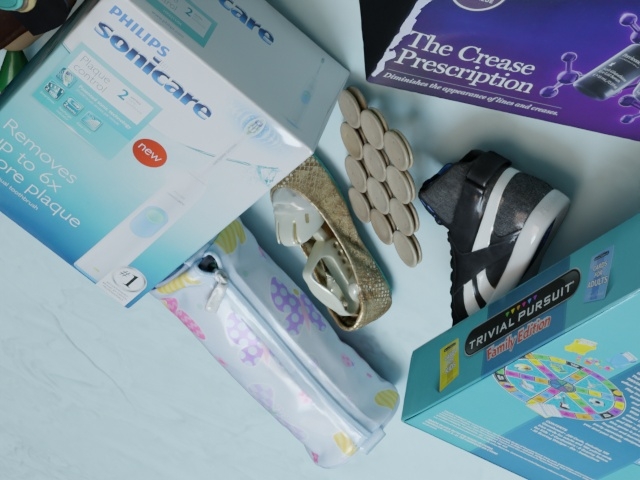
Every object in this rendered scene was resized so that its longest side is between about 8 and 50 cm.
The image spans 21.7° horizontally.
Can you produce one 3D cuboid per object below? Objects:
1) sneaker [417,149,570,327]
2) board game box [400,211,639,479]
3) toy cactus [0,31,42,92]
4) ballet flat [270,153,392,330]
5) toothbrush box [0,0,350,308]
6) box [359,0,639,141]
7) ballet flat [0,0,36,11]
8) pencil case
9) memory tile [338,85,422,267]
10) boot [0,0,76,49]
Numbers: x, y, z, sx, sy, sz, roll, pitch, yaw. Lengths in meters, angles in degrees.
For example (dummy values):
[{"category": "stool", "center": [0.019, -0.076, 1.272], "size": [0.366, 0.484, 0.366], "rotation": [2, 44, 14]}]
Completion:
[{"category": "sneaker", "center": [0.132, 0.000, 1.461], "size": [0.121, 0.079, 0.217], "rotation": [38, 140, 14]}, {"category": "board game box", "center": [0.269, 0.113, 1.393], "size": [0.254, 0.079, 0.336], "rotation": [27, 143, -22]}, {"category": "toy cactus", "center": [-0.327, -0.191, 1.588], "size": [0.180, 0.112, 0.219], "rotation": [-21, 105, 34]}, {"category": "ballet flat", "center": [0.000, 0.000, 1.546], "size": [0.073, 0.067, 0.206], "rotation": [-10, 120, 48]}, {"category": "toothbrush box", "center": [-0.154, -0.105, 1.468], "size": [0.216, 0.126, 0.295], "rotation": [40, 131, -16]}, {"category": "box", "center": [0.181, -0.173, 1.147], "size": [0.261, 0.103, 0.184], "rotation": [10, 141, -18]}, {"category": "ballet flat", "center": [-0.277, -0.253, 1.396], "size": [0.232, 0.073, 0.080], "rotation": [32, 139, 45]}, {"category": "pencil case", "center": [-0.043, 0.098, 1.631], "size": [0.273, 0.113, 0.124], "rotation": [48, 159, -14]}, {"category": "memory tile", "center": [0.053, -0.056, 1.462], "size": [0.113, 0.012, 0.148], "rotation": [45, 152, 42]}, {"category": "boot", "center": [-0.288, -0.232, 1.500], "size": [0.219, 0.106, 0.082], "rotation": [-4, 137, 34]}]
